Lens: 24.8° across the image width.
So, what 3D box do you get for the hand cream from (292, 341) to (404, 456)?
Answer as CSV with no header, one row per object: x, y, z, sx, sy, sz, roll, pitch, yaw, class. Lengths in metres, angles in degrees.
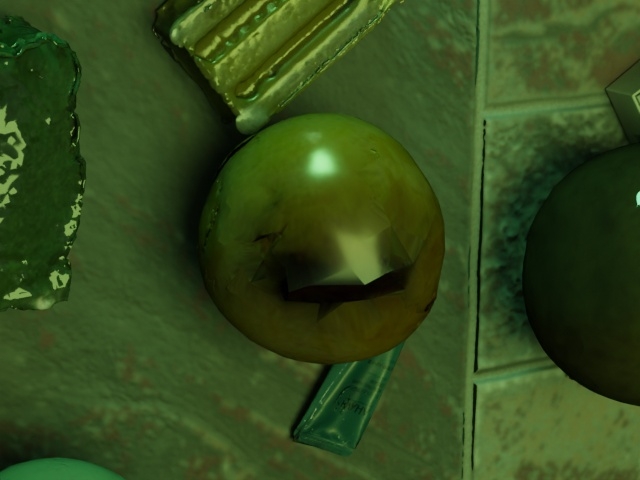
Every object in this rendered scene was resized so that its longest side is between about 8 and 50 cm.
0.048,0.118,1.509,0.083,0.048,0.224,21,98,-35,hand cream

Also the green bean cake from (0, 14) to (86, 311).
-0.325,-0.059,1.192,0.255,0.132,0.241,-7,108,-30,green bean cake

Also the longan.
0.359,0.035,1.522,0.297,0.297,0.297,-9,108,-27,longan

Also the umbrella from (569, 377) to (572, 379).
0.298,0.119,1.661,0.031,0.020,0.083,13,103,-31,umbrella

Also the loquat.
0.000,0.000,1.335,0.235,0.235,0.235,-9,108,-27,loquat

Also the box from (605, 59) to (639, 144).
0.400,-0.152,1.621,0.130,0.051,0.129,-40,119,-15,box

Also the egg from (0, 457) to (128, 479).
-0.239,0.379,1.279,0.276,0.276,0.389,-2,106,-29,egg

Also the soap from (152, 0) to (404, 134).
-0.032,-0.220,1.343,0.233,0.076,0.135,-44,121,-11,soap
